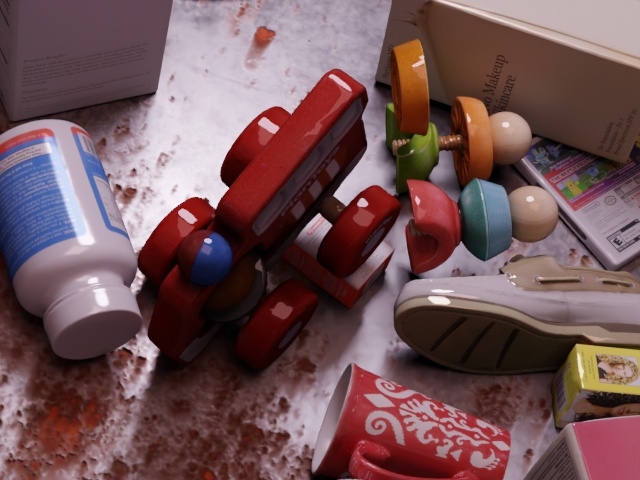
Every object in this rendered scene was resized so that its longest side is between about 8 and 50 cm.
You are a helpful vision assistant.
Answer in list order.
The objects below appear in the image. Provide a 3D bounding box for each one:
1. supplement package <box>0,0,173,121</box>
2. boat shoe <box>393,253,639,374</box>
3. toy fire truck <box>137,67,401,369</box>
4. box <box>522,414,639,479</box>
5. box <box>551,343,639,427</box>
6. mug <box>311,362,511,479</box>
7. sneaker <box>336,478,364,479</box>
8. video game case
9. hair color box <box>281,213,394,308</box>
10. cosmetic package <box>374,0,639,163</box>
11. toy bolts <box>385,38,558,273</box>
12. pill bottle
[{"bbox_3d":[-0.263,-0.294,1.555,0.177,0.293,0.175,-14,62,-22],"label":"supplement package"},{"bbox_3d":[0.214,0.074,1.548,0.302,0.113,0.103,10,53,-19],"label":"boat shoe"},{"bbox_3d":[-0.061,-0.016,1.421,0.169,0.254,0.302,40,85,12],"label":"toy fire truck"},{"bbox_3d":[0.294,0.298,1.390,0.127,0.148,0.232,-3,59,-17],"label":"box"},{"bbox_3d":[0.363,0.161,1.535,0.232,0.087,0.058,5,54,-9],"label":"box"},{"bbox_3d":[0.085,0.212,1.421,0.169,0.113,0.150,20,45,-6],"label":"mug"},{"bbox_3d":[0.027,0.353,1.283,0.101,0.153,0.268,6,47,-9],"label":"sneaker"},{"bbox_3d":[0.349,-0.076,1.724,0.201,0.023,0.183,-29,68,-27],"label":"video game case"},{"bbox_3d":[0.000,0.000,1.578,0.141,0.043,0.072,37,58,11],"label":"hair color box"},{"bbox_3d":[0.232,-0.220,1.690,0.309,0.160,0.113,18,53,6],"label":"cosmetic package"},{"bbox_3d":[0.163,-0.092,1.567,0.158,0.218,0.228,-6,55,-3],"label":"toy bolts"},{"bbox_3d":[-0.254,0.001,1.468,0.124,0.124,0.221,-12,61,-20],"label":"pill bottle"}]
